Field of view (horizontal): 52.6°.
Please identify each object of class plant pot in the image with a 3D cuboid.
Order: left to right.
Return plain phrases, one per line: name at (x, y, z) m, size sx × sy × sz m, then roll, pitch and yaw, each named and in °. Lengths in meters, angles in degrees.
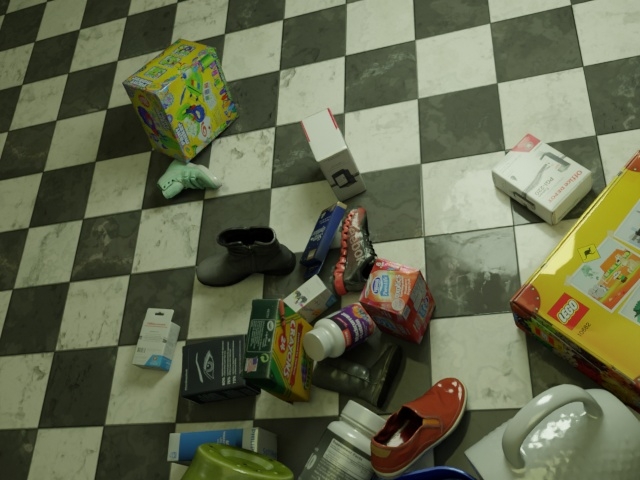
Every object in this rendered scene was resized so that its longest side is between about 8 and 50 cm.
plant pot at (-0.223, 0.670, 1.482) m, size 0.367 × 0.366 × 0.352 m, roll 13°, pitch 82°, yaw 27°

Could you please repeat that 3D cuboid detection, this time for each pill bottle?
pill bottle at (0.049, 0.246, 1.721) m, size 0.194 × 0.108 × 0.108 m, roll -22°, pitch 46°, yaw -41°
pill bottle at (0.057, 0.549, 1.590) m, size 0.161 × 0.161 × 0.283 m, roll 24°, pitch 75°, yaw 30°

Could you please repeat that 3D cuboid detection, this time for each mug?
mug at (0.498, 0.444, 1.346) m, size 0.328 × 0.374 × 0.276 m, roll -34°, pitch 35°, yaw -2°

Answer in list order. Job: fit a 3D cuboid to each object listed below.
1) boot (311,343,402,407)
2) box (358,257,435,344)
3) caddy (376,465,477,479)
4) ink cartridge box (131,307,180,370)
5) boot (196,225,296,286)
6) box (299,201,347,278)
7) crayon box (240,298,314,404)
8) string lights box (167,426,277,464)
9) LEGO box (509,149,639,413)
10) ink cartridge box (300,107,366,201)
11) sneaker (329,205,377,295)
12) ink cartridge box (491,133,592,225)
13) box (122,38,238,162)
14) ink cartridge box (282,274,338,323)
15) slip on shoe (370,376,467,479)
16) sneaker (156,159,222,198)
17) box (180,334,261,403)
boot at (0.096, 0.337, 1.743) m, size 0.209 × 0.076 × 0.189 m, roll 16°, pitch 69°, yaw 35°
box at (0.203, 0.161, 1.670) m, size 0.123 × 0.257 × 0.128 m, roll 17°, pitch 72°, yaw 26°
caddy at (0.235, 0.647, 1.453) m, size 0.341 × 0.179 × 0.241 m, roll -18°, pitch 59°, yaw 16°
ink cartridge box at (-0.500, 0.305, 1.996) m, size 0.104 × 0.060 × 0.180 m, roll 1°, pitch 65°, yaw 23°
boot at (-0.259, 0.034, 1.940) m, size 0.338 × 0.222 × 0.118 m, roll -13°, pitch 61°, yaw 15°
box at (0.000, 0.000, 1.916) m, size 0.037 × 0.136 × 0.225 m, roll 27°, pitch 73°, yaw -15°
crayon box at (-0.090, 0.297, 1.683) m, size 0.081 × 0.318 × 0.202 m, roll -3°, pitch 65°, yaw 20°
string lights box at (-0.259, 0.555, 1.729) m, size 0.260 × 0.133 × 0.076 m, roll -9°, pitch 63°, yaw 17°
LEGO box at (0.757, 0.094, 1.519) m, size 0.500 × 0.193 × 0.372 m, roll -48°, pitch 58°, yaw -6°
ink cartridge box at (0.042, -0.254, 1.958) m, size 0.100 × 0.237 × 0.172 m, roll -24°, pitch 58°, yaw 6°
sneaker at (0.116, 0.028, 1.868) m, size 0.135 × 0.097 × 0.276 m, roll 2°, pitch 67°, yaw 23°
ink cartridge box at (0.604, -0.168, 1.775) m, size 0.158 × 0.092 × 0.218 m, roll -45°, pitch 59°, yaw -4°
box at (-0.466, -0.475, 2.201) m, size 0.177 × 0.290 × 0.279 m, roll 23°, pitch 57°, yaw 30°
ink cartridge box at (-0.051, 0.190, 1.848) m, size 0.181 × 0.104 × 0.061 m, roll -38°, pitch 57°, yaw 1°
slip on shoe at (0.240, 0.428, 1.549) m, size 0.331 × 0.101 × 0.123 m, roll -33°, pitch 31°, yaw -32°
sneaker at (-0.450, -0.185, 2.203) m, size 0.256 × 0.094 × 0.151 m, roll 22°, pitch 68°, yaw 39°
box at (-0.284, 0.369, 1.849) m, size 0.207 × 0.108 × 0.153 m, roll -12°, pitch 61°, yaw 17°
